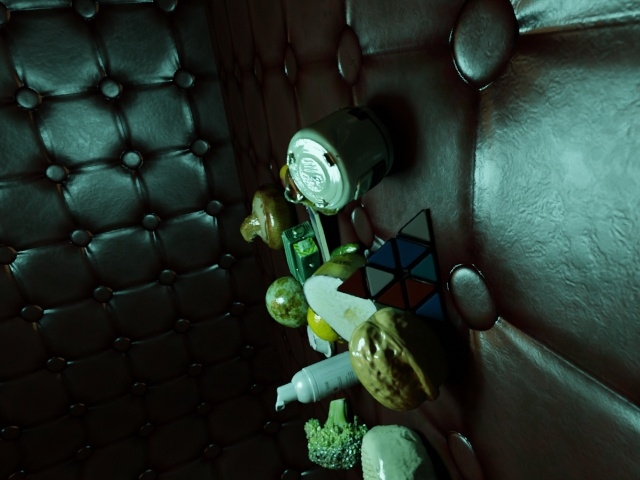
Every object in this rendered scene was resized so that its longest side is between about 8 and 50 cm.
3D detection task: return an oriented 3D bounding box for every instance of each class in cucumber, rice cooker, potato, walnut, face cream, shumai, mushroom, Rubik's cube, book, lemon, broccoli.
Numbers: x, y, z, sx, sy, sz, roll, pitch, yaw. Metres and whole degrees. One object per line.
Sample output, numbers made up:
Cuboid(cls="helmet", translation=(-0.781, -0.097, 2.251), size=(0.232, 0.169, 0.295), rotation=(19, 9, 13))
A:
Cuboid(cls="cucumber", translation=(0.088, 0.044, 1.409), size=(0.227, 0.069, 0.069), rotation=(145, 109, -69))
Cuboid(cls="rice cooker", translation=(0.057, -0.208, 1.025), size=(0.226, 0.244, 0.226), rotation=(28, 139, 27))
Cuboid(cls="potato", translation=(0.119, 0.168, 1.252), size=(0.300, 0.196, 0.246), rotation=(41, 139, 10))
Cuboid(cls="walnut", translation=(0.196, 0.295, 1.018), size=(0.257, 0.224, 0.257), rotation=(50, 167, 16))
Cuboid(cls="face cream", translation=(-0.024, 0.589, 1.689), size=(0.145, 0.370, 0.145), rotation=(165, 90, -71))
Cuboid(cls="shumai", translation=(-0.040, -0.186, 1.392), size=(0.272, 0.204, 0.222), rotation=(119, 134, -70))
Cuboid(cls="mushroom", translation=(-0.270, -0.100, 2.049), size=(0.345, 0.260, 0.345), rotation=(164, 90, -73))
Cuboid(cls="Rubik's cube", translation=(0.154, 0.115, 0.993), size=(0.284, 0.234, 0.250), rotation=(121, 131, -65))
Cuboid(cls="book", translation=(0.000, 0.000, 1.601), size=(0.228, 0.018, 0.322), rotation=(-117, 10, -63))
Cuboid(cls="lemon", translation=(0.038, 0.284, 1.564), size=(0.244, 0.187, 0.187), rotation=(64, 162, 1))
Cuboid(cls="broccoli", translation=(0.068, 0.915, 1.875), size=(0.317, 0.277, 0.338), rotation=(-97, 10, -64))

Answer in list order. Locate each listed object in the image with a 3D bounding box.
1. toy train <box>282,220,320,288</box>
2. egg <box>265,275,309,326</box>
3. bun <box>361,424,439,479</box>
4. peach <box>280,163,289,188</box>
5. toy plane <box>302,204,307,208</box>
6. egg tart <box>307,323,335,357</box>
Cuboid(cls="toy train", translation=(-0.059, 0.079, 1.731), size=(0.178, 0.138, 0.330), rotation=(57, 164, 36))
Cuboid(cls="egg", translation=(-0.147, 0.317, 2.071), size=(0.289, 0.238, 0.238), rotation=(58, 172, -29))
Cuboid(cls="bun", translation=(0.259, 0.760, 1.259), size=(0.360, 0.211, 0.359), rotation=(174, 90, -80))
Cuboid(cls="peach", translation=(-0.092, -0.249, 1.616), size=(0.138, 0.138, 0.138), rotation=(165, 90, -72))
Cuboid(cls="toy plane", translation=(-0.064, -0.183, 1.716), size=(0.060, 0.037, 0.145), rotation=(-92, -4, -60))
Cuboid(cls="egg tart", translation=(-0.005, 0.462, 1.986), size=(0.234, 0.094, 0.234), rotation=(165, 90, -75))
